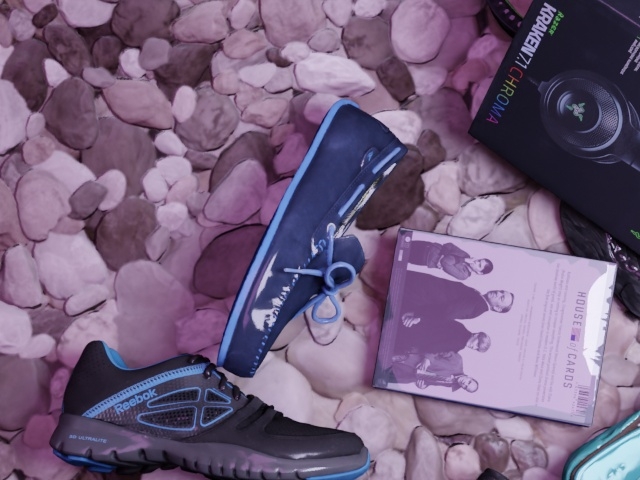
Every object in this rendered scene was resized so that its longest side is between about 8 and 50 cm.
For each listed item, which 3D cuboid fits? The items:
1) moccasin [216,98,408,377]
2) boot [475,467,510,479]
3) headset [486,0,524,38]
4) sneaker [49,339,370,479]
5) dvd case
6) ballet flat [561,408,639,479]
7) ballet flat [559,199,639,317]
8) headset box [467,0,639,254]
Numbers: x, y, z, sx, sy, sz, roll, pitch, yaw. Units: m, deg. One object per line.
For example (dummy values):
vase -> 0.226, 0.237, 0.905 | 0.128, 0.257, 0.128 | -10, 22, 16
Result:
moccasin -> 0.000, 0.000, 1.261 | 0.117, 0.138, 0.342 | 27, 72, -3
boot -> 0.207, 0.417, 1.164 | 0.223, 0.118, 0.338 | -44, 69, -1
headset -> 0.385, -0.325, 1.347 | 0.394, 0.185, 0.243 | 0, 79, 21
sneaker -> -0.113, 0.186, 1.235 | 0.341, 0.125, 0.139 | 7, 71, 5
dvd case -> 0.187, 0.092, 1.264 | 0.239, 0.029, 0.179 | 10, 87, 8
ballet flat -> 0.352, 0.199, 1.209 | 0.247, 0.087, 0.083 | -29, 87, -6
ballet flat -> 0.324, 0.016, 1.291 | 0.057, 0.049, 0.173 | -47, 69, 36
headset box -> 0.334, -0.140, 1.208 | 0.283, 0.246, 0.131 | 38, 52, 12
